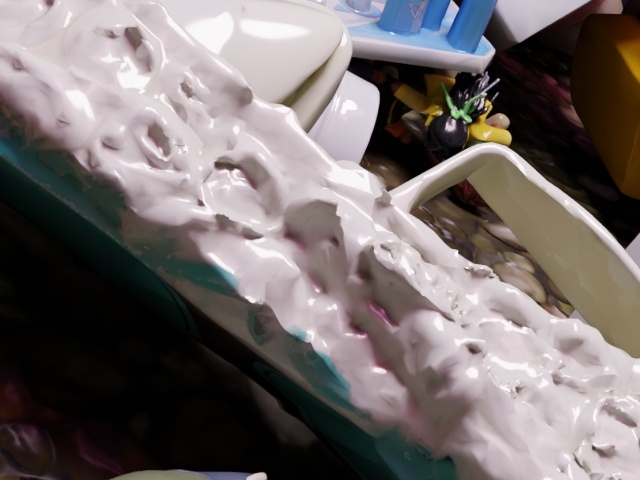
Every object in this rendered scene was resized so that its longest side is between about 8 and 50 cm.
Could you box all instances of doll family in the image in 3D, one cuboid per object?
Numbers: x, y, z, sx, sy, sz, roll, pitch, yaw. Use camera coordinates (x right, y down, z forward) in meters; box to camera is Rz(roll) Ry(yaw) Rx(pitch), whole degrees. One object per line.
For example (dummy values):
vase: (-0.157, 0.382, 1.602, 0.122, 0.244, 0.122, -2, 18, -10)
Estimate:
doll family: (0.050, -0.090, 0.688, 0.193, 0.076, 0.111, 22, 37, -3)

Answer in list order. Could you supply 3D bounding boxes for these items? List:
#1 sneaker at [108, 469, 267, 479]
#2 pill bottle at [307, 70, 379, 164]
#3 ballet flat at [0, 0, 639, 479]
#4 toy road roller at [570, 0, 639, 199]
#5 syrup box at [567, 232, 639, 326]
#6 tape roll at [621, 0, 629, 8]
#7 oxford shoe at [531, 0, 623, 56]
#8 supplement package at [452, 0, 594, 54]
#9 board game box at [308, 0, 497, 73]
sneaker: (0.002, 0.126, 0.272, 0.086, 0.064, 0.192, -7, 42, -44)
pill bottle: (-0.071, -0.076, 0.498, 0.184, 0.103, 0.103, 24, 27, -14)
ballet flat: (0.000, 0.000, 0.392, 0.409, 0.147, 0.147, 39, 27, 4)
toy road roller: (0.313, -0.124, 0.719, 0.202, 0.241, 0.329, 0, 33, -7)
syrup box: (0.263, 0.070, 0.610, 0.236, 0.096, 0.093, 18, 30, -29)
tape roll: (0.411, -0.191, 1.112, 0.275, 0.090, 0.275, 43, 8, -7)
oxford shoe: (0.201, -0.283, 1.168, 0.130, 0.123, 0.348, 44, 13, -40)
supplement package: (0.164, -0.270, 0.823, 0.199, 0.198, 0.263, 60, 5, -5)
board game box: (-0.122, -0.244, 0.708, 0.389, 0.050, 0.390, 3, 36, -24)
